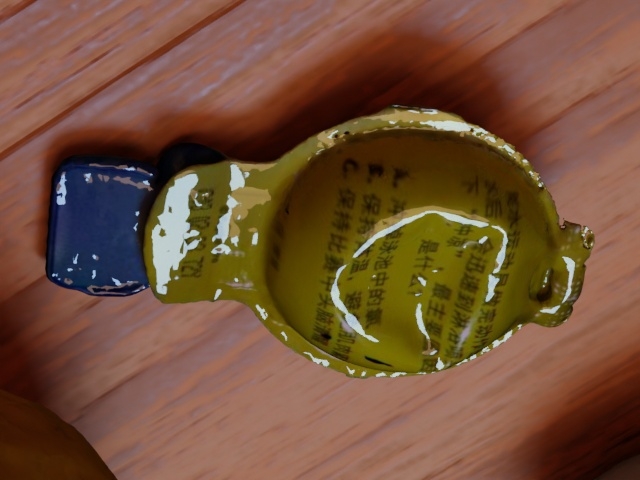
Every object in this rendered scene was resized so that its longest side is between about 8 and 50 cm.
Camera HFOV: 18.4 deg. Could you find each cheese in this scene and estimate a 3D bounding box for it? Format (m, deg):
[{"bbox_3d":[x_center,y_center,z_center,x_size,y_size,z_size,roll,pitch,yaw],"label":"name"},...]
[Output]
[{"bbox_3d":[0.000,0.000,0.909,0.250,0.064,0.156,6,125,-9],"label":"cheese"}]

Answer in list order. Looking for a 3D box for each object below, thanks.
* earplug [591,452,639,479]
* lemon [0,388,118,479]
[{"bbox_3d":[0.264,0.221,1.084,0.325,0.214,0.175,31,140,-30],"label":"earplug"},{"bbox_3d":[-0.180,0.187,0.896,0.236,0.236,0.263,-6,107,-12],"label":"lemon"}]
